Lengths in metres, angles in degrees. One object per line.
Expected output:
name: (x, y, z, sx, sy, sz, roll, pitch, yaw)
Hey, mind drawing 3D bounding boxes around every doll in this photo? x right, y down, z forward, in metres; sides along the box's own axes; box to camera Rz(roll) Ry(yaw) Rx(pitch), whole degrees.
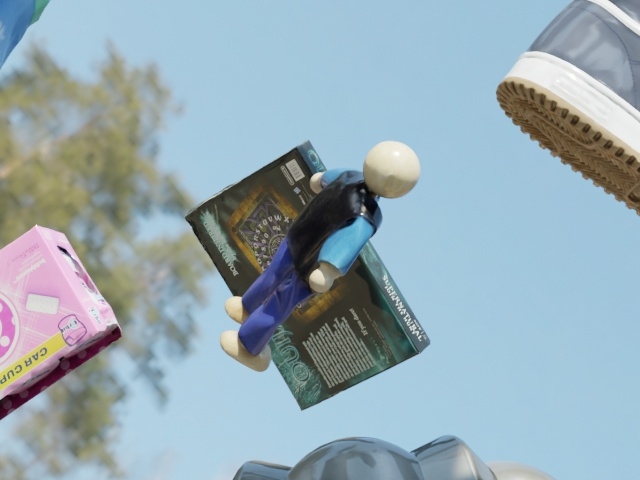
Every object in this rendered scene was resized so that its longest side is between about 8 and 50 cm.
doll: (0.000, 0.000, 1.245, 0.046, 0.129, 0.189, 29, -55, -18)

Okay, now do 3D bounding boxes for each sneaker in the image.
sneaker: (0.265, -0.070, 1.194, 0.282, 0.153, 0.099, 36, -17, -4)

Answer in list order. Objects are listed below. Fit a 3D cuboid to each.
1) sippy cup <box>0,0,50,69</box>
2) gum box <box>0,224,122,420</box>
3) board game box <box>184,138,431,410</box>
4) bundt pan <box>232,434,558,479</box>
sippy cup: (-0.213, -0.020, 0.598, 0.305, 0.224, 0.240, 17, -19, -39)
gum box: (-0.268, 0.080, 1.576, 0.107, 0.188, 0.062, 58, 9, 13)
board game box: (-0.012, 0.029, 1.470, 0.126, 0.026, 0.186, -29, -86, 32)
bundt pan: (0.030, 0.229, 0.997, 0.124, 0.331, 0.331, -98, 174, -52)
